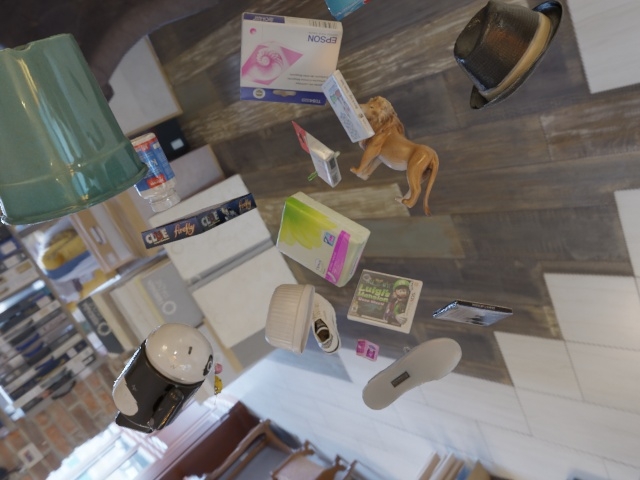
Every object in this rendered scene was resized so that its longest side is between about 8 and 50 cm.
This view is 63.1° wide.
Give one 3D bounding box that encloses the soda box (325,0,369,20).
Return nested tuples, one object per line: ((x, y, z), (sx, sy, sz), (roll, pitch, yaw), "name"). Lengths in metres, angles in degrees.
((0.109, -0.622, 1.255), (0.210, 0.067, 0.071), (-27, 93, 18), "soda box")

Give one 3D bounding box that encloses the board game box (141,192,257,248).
((-0.281, -0.050, 1.238), (0.165, 0.243, 0.042), (-15, 100, 26), "board game box")

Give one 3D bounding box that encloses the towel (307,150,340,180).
((0.013, -0.312, 2.161), (0.023, 0.152, 0.113), (48, 132, -7), "towel")

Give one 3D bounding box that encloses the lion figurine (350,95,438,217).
((0.234, -0.255, 1.544), (0.392, 0.240, 0.142), (38, -172, 28), "lion figurine")

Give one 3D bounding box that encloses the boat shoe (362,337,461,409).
((0.305, 0.444, 1.778), (0.136, 0.367, 0.156), (55, -179, 3), "boat shoe")

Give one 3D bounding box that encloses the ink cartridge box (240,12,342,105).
((-0.110, -0.594, 1.783), (0.330, 0.324, 0.071), (101, 166, -47), "ink cartridge box")

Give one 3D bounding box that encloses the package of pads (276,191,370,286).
((0.000, 0.000, 1.766), (0.296, 0.101, 0.229), (31, 134, 15), "package of pads")

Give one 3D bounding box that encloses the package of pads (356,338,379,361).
((0.141, 0.328, 1.554), (0.032, 0.050, 0.083), (-3, 156, 39), "package of pads")

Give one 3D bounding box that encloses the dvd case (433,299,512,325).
((0.582, 0.280, 2.003), (0.238, 0.030, 0.179), (11, 154, -14), "dvd case")

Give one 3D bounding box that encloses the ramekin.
((-0.089, 0.224, 1.534), (0.109, 0.207, 0.207), (9, 136, 6), "ramekin")

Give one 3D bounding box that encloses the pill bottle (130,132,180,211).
((-0.517, -0.205, 1.595), (0.124, 0.124, 0.222), (3, 123, 49), "pill bottle")

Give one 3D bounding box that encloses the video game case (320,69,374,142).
((0.054, -0.274, 1.086), (0.143, 0.019, 0.157), (59, 176, -10), "video game case")

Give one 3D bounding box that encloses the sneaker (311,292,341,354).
((0.002, 0.266, 1.761), (0.095, 0.090, 0.235), (47, -166, -52), "sneaker")

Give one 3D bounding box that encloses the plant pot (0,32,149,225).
((-0.607, -0.259, 1.158), (0.341, 0.341, 0.334), (14, 127, 43), "plant pot")

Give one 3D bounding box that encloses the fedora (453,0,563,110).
((0.439, -0.495, 1.303), (0.152, 0.334, 0.334), (32, 150, -14), "fedora")

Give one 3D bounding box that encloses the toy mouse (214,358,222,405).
((-0.378, 0.512, 1.934), (0.143, 0.031, 0.161), (165, 105, -78), "toy mouse")

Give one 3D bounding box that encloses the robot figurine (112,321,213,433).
((-0.367, 0.322, 1.219), (0.209, 0.173, 0.278), (43, 105, 22), "robot figurine")

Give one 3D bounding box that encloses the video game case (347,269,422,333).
((0.196, 0.180, 1.578), (0.190, 0.173, 0.022), (11, 147, 19), "video game case")

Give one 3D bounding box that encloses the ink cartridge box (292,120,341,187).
((-0.027, -0.326, 1.983), (0.232, 0.066, 0.189), (37, 167, 24), "ink cartridge box")
